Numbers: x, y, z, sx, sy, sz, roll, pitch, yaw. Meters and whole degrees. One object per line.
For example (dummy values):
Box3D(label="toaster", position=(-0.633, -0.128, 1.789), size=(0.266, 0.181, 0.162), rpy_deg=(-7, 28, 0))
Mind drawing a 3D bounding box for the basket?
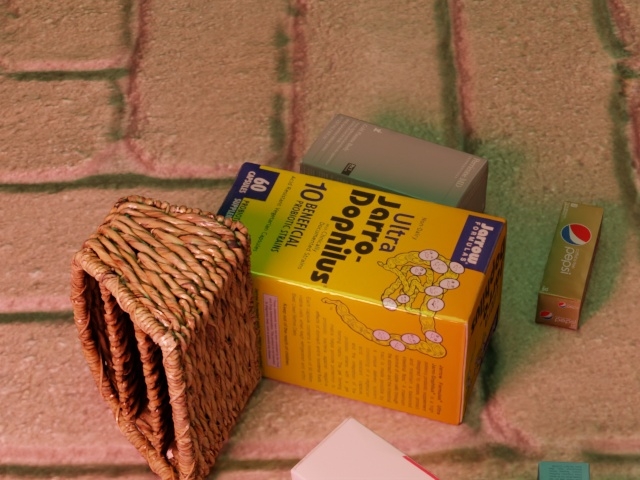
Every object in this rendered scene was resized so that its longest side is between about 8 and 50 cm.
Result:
Box3D(label="basket", position=(-0.210, 0.125, 1.994), size=(0.213, 0.299, 0.223), rpy_deg=(14, 47, 16))

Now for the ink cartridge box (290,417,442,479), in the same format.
Box3D(label="ink cartridge box", position=(0.066, 0.330, 1.792), size=(0.172, 0.237, 0.100), rpy_deg=(33, 57, 29))

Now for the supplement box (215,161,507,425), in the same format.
Box3D(label="supplement box", position=(0.038, 0.064, 2.121), size=(0.357, 0.195, 0.194), rpy_deg=(13, 47, 14))

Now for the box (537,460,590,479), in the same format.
Box3D(label="box", position=(0.272, 0.373, 1.871), size=(0.060, 0.100, 0.244), rpy_deg=(1, 45, 5))

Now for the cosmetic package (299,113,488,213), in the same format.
Box3D(label="cosmetic package", position=(0.102, -0.076, 2.325), size=(0.238, 0.107, 0.127), rpy_deg=(15, 44, 21))

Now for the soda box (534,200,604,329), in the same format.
Box3D(label="soda box", position=(0.334, 0.032, 2.236), size=(0.058, 0.061, 0.181), rpy_deg=(11, 47, 12))
